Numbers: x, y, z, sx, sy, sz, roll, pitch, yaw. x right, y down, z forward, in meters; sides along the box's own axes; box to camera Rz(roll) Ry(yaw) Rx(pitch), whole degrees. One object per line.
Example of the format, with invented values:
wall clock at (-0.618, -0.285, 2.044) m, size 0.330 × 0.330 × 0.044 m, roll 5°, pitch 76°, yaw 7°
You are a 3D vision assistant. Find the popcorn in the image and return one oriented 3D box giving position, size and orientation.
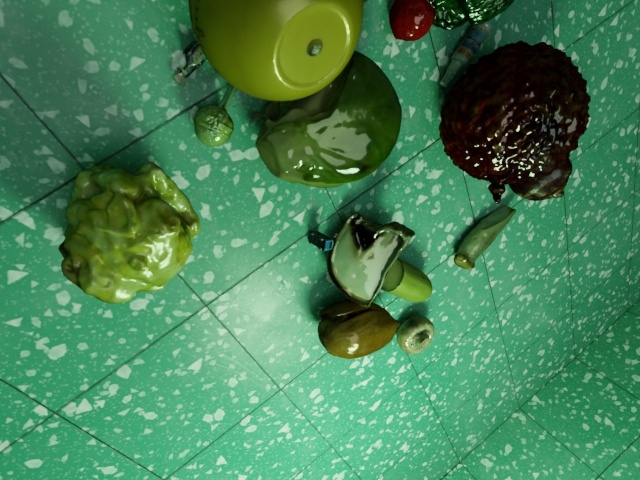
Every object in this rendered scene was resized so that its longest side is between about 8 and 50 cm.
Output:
popcorn at (-0.425, -0.030, 0.925) m, size 0.313 × 0.312 × 0.311 m, roll -13°, pitch 119°, yaw -24°

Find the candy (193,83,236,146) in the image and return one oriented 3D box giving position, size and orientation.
candy at (-0.205, -0.384, 1.005) m, size 0.093 × 0.092 × 0.335 m, roll 28°, pitch 91°, yaw 0°

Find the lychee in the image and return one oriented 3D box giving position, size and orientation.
lychee at (0.571, -0.350, 1.260) m, size 0.425 × 0.425 × 0.499 m, roll 29°, pitch 75°, yaw -37°

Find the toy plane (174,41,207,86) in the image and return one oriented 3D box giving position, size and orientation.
toy plane at (-0.295, -0.414, 0.956) m, size 0.120 × 0.031 × 0.049 m, roll -49°, pitch 136°, yaw -4°

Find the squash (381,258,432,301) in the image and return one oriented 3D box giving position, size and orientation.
squash at (0.329, 0.156, 1.542) m, size 0.247 × 0.132 × 0.132 m, roll 24°, pitch 100°, yaw -38°

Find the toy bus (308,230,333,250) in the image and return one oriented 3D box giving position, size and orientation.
toy bus at (0.000, 0.000, 1.300) m, size 0.046 × 0.083 × 0.038 m, roll -9°, pitch 118°, yaw -39°

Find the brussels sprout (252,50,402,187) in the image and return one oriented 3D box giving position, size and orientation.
brussels sprout at (0.027, -0.280, 1.056) m, size 0.371 × 0.276 × 0.314 m, roll -38°, pitch 123°, yaw -7°

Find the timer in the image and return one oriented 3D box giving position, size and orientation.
timer at (-0.103, -0.484, 0.846) m, size 0.376 × 0.386 × 0.376 m, roll -25°, pitch 152°, yaw -14°

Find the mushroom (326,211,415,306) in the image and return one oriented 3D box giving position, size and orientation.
mushroom at (0.150, 0.032, 1.386) m, size 0.218 × 0.212 × 0.291 m, roll 31°, pitch 113°, yaw 7°

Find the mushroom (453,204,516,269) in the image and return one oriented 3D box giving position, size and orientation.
mushroom at (0.655, -0.023, 1.667) m, size 0.333 × 0.087 × 0.107 m, roll -49°, pitch 132°, yaw -5°

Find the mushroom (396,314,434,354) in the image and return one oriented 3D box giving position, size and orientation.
mushroom at (0.391, 0.388, 1.692) m, size 0.166 × 0.127 × 0.166 m, roll -15°, pitch 127°, yaw -21°

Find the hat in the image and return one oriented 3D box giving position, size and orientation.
hat at (0.329, -0.660, 1.105) m, size 0.332 × 0.242 × 0.274 m, roll -36°, pitch 106°, yaw 18°

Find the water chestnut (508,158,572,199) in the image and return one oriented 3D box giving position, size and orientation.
water chestnut at (0.821, -0.261, 1.576) m, size 0.224 × 0.224 × 0.238 m, roll -13°, pitch 83°, yaw -24°

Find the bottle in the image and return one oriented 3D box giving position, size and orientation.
bottle at (0.442, -0.575, 1.284) m, size 0.060 × 0.060 × 0.217 m, roll 29°, pitch 98°, yaw -37°

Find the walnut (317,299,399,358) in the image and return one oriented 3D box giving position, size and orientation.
walnut at (0.142, 0.305, 1.463) m, size 0.337 × 0.209 × 0.208 m, roll 2°, pitch 112°, yaw -29°
